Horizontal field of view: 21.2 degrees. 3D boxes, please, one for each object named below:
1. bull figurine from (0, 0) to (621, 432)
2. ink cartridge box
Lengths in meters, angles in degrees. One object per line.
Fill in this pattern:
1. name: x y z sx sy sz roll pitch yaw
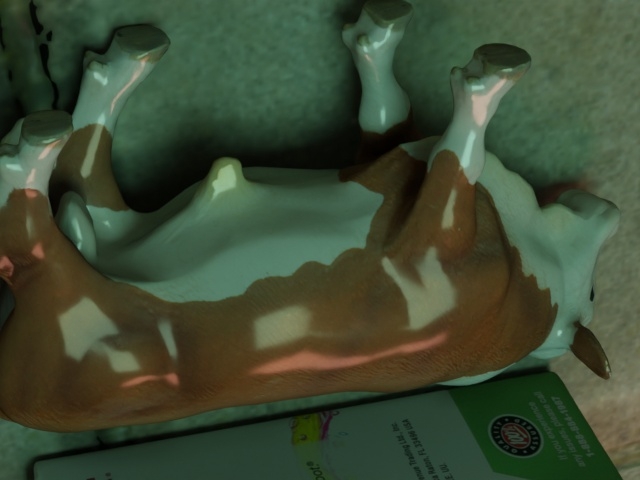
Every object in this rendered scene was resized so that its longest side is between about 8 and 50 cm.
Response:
1. bull figurine: 0.000 0.000 0.723 0.310 0.101 0.188 -12 126 -15
2. ink cartridge box: 0.017 0.186 0.805 0.278 0.201 0.117 -9 129 -15
